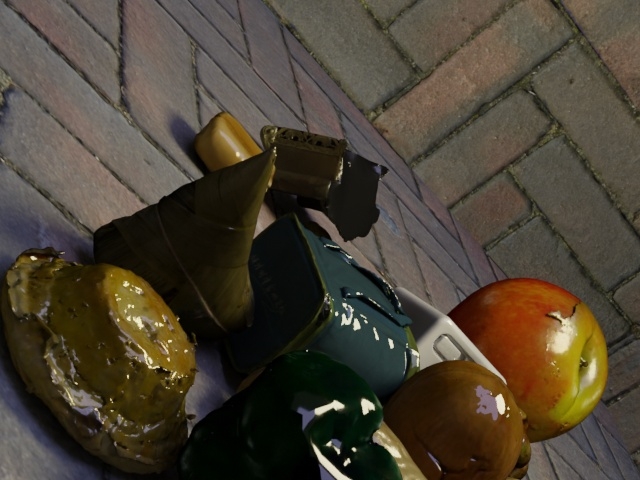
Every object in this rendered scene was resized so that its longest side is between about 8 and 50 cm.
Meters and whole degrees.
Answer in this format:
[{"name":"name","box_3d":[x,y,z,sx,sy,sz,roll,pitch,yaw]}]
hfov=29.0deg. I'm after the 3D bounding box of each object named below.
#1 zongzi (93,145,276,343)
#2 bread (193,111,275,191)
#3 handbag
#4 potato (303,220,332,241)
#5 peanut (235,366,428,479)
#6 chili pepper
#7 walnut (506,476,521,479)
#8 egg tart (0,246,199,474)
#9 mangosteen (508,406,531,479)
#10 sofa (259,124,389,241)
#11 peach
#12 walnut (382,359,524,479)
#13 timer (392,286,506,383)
[{"name":"zongzi","box_3d":[-0.110,0.009,1.612,0.274,0.300,0.145,30,30,-56]},{"name":"bread","box_3d":[-0.158,-0.144,2.230,0.173,0.085,0.134,51,18,-15]},{"name":"handbag","box_3d":[-0.008,0.129,1.824,0.241,0.222,0.263,37,21,-35]},{"name":"potato","box_3d":[0.000,0.000,2.474,0.092,0.045,0.046,56,-26,2]},{"name":"peanut","box_3d":[0.027,0.321,1.602,0.387,0.192,0.169,51,-28,17]},{"name":"chili pepper","box_3d":[-0.038,0.266,1.392,0.248,0.233,0.257,65,19,10]},{"name":"walnut","box_3d":[0.286,0.494,1.842,0.277,0.252,0.313,43,7,1]},{"name":"egg tart","box_3d":[-0.228,0.118,1.373,0.295,0.116,0.295,48,18,-21]},{"name":"mangosteen","box_3d":[0.274,0.356,2.212,0.210,0.210,0.210,49,16,-18]},{"name":"sofa","box_3d":[-0.008,-0.106,2.464,0.200,0.182,0.258,15,-3,26]},{"name":"peach","box_3d":[0.388,0.244,2.510,0.370,0.370,0.370,49,16,-18]},{"name":"walnut","box_3d":[0.162,0.310,1.750,0.203,0.298,0.203,30,7,-4]},{"name":"timer","box_3d":[0.157,0.222,2.066,0.192,0.194,0.195,47,-6,-25]}]
